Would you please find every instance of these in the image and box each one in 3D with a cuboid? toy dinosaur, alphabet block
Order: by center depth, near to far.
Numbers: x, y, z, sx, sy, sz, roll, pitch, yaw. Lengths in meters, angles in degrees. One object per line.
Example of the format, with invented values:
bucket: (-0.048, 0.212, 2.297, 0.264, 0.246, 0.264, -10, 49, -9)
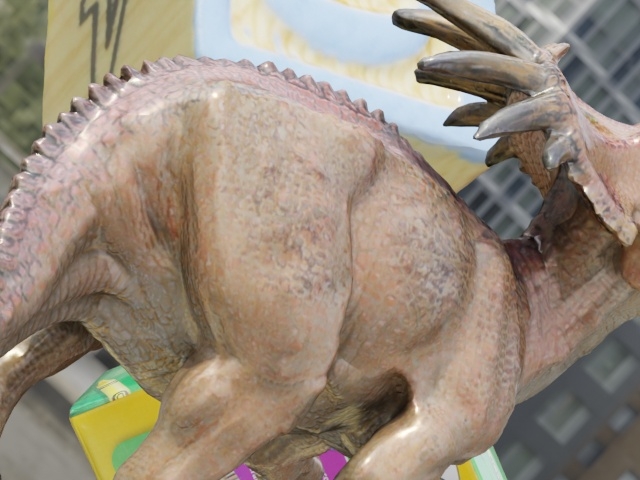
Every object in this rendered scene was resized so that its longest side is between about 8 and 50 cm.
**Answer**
toy dinosaur: (0.000, 0.000, 0.542, 0.296, 0.200, 0.127, 16, 8, -42)
alphabet block: (-0.032, -0.103, 1.049, 0.192, 0.197, 0.193, 16, 57, -26)

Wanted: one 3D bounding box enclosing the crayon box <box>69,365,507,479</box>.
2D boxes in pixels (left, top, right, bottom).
crayon box: (0.018, 0.165, 0.878, 0.081, 0.165, 0.278, -50, 117, -79)
